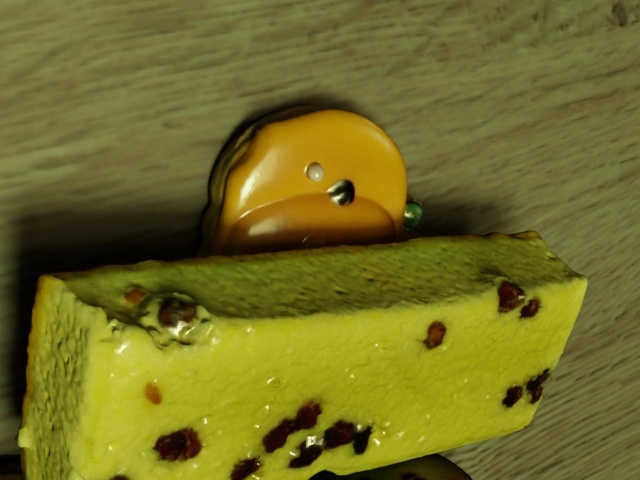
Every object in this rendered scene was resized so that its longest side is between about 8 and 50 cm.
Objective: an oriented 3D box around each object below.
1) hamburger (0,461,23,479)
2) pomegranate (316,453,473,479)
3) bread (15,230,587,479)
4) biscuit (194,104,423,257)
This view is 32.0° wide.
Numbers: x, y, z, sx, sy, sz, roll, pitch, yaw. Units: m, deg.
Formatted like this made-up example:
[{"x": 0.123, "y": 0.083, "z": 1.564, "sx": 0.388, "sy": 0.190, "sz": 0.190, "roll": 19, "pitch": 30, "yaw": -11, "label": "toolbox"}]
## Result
[{"x": -0.156, "y": 0.196, "z": 0.608, "sx": 0.262, "sy": 0.131, "sz": 0.124, "roll": 3, "pitch": 102, "yaw": -33, "label": "hamburger"}, {"x": 0.037, "y": 0.240, "z": 0.749, "sx": 0.210, "sy": 0.179, "sz": 0.179, "roll": -38, "pitch": 132, "yaw": 19, "label": "pomegranate"}, {"x": 0.003, "y": 0.075, "z": 0.651, "sx": 0.361, "sy": 0.077, "sz": 0.138, "roll": -5, "pitch": 125, "yaw": -39, "label": "bread"}, {"x": 0.002, "y": 0.001, "z": 0.695, "sx": 0.170, "sy": 0.050, "sz": 0.170, "roll": -14, "pitch": 117, "yaw": -30, "label": "biscuit"}]
